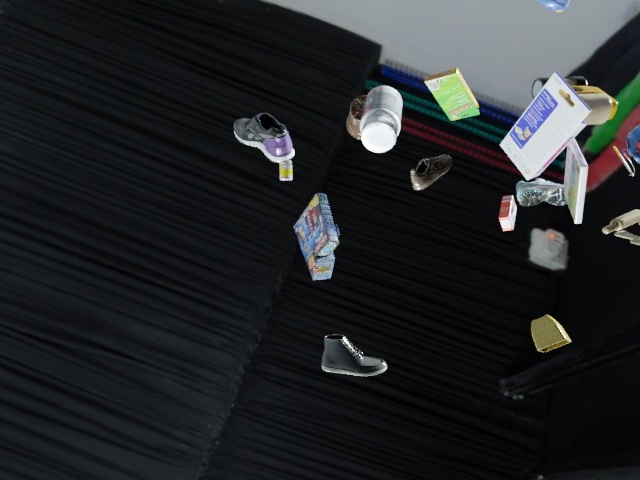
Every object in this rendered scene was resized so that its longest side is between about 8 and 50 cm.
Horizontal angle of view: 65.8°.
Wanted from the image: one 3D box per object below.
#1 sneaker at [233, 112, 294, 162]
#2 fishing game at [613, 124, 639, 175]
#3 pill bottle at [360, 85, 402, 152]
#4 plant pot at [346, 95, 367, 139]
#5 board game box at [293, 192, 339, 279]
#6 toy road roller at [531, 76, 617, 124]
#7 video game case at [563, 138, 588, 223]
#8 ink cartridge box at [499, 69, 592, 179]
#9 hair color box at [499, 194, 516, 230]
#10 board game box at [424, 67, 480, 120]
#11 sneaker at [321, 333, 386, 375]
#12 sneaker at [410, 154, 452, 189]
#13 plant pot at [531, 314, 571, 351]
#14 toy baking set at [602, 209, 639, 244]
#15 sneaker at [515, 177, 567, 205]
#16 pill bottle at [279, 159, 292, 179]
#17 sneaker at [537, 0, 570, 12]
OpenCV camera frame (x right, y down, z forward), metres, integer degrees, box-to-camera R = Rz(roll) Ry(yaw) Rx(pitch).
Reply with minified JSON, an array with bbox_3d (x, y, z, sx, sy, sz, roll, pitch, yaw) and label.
[{"bbox_3d":[-0.185,-0.361,1.570,0.107,0.283,0.124,-34,138,-26],"label":"sneaker"},{"bbox_3d":[1.268,-0.369,1.878,0.041,0.264,0.189,40,29,-75],"label":"fishing game"},{"bbox_3d":[0.243,-0.488,1.990,0.283,0.161,0.161,-76,-175,-46],"label":"pill bottle"},{"bbox_3d":[0.198,-0.569,2.260,0.165,0.166,0.167,65,45,-78],"label":"plant pot"},{"bbox_3d":[0.000,0.000,1.375,0.194,0.060,0.194,-50,-130,55],"label":"board game box"},{"bbox_3d":[0.992,-0.509,1.999,0.330,0.202,0.241,-104,-168,-53],"label":"toy road roller"},{"bbox_3d":[0.888,-0.208,1.725,0.206,0.026,0.227,-72,154,-51],"label":"video game case"},{"bbox_3d":[0.755,-0.378,1.659,0.069,0.176,0.371,-22,159,-18],"label":"ink cartridge box"},{"bbox_3d":[0.944,-0.139,2.490,0.093,0.053,0.167,57,41,-33],"label":"hair color box"},{"bbox_3d":[0.507,-0.549,1.881,0.259,0.124,0.039,37,58,-46],"label":"board game box"},{"bbox_3d":[0.116,0.384,1.667,0.083,0.221,0.118,-84,177,-82],"label":"sneaker"},{"bbox_3d":[0.351,-0.234,1.556,0.188,0.066,0.071,-43,122,-31],"label":"sneaker"},{"bbox_3d":[0.635,0.257,1.383,0.081,0.081,0.083,-32,-120,26],"label":"plant pot"},{"bbox_3d":[0.740,-0.044,1.091,0.196,0.256,0.030,-179,-109,-72],"label":"toy baking set"},{"bbox_3d":[1.026,-0.236,2.239,0.110,0.282,0.122,93,-4,-48],"label":"sneaker"},{"bbox_3d":[-0.117,-0.245,1.667,0.043,0.043,0.083,-66,155,-81],"label":"pill bottle"},{"bbox_3d":[0.577,-0.722,1.244,0.131,0.111,0.297,-38,-122,55],"label":"sneaker"}]
